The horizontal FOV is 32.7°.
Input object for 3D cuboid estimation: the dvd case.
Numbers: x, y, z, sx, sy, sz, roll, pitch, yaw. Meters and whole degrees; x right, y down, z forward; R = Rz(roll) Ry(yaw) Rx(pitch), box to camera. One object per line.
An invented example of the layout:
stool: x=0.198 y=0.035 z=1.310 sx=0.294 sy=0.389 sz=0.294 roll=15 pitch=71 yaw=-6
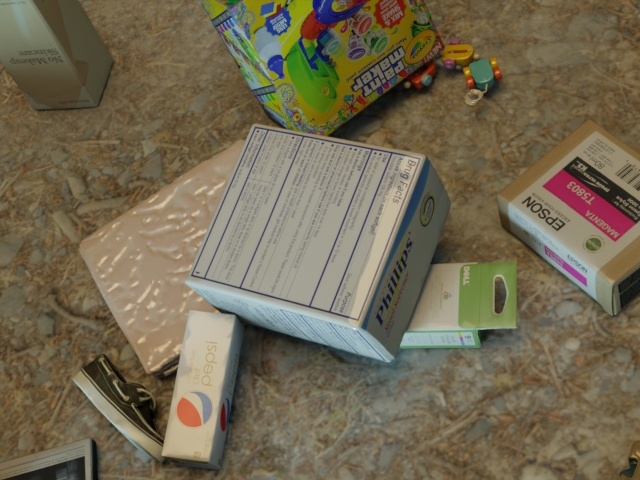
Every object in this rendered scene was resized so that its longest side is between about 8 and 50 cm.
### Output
dvd case: x=-0.401 y=0.415 z=1.560 sx=0.179 sy=0.030 sz=0.239 roll=-17 pitch=53 yaw=7

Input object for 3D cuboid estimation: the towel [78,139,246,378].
towel: x=-0.193 y=0.023 z=1.745 sx=0.331 sy=0.053 sz=0.317 roll=-33 pitch=54 yaw=-5

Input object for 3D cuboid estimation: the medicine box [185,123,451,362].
medicine box: x=0.000 y=0.000 z=1.549 sx=0.289 sy=0.149 sz=0.264 roll=13 pitch=71 yaw=27

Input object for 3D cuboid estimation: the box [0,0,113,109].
box: x=-0.508 y=-0.381 z=1.960 sx=0.147 sy=0.311 sz=0.121 roll=-2 pitch=56 yaw=18

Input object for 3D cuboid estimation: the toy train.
toy train: x=0.223 y=-0.270 z=1.817 sx=0.166 sy=0.046 sz=0.125 roll=30 pitch=71 yaw=35

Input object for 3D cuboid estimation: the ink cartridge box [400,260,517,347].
ink cartridge box: x=0.181 y=0.094 z=1.568 sx=0.209 sy=0.062 sz=0.109 roll=-3 pitch=58 yaw=17

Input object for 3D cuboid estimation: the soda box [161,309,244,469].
soda box: x=-0.166 y=0.214 z=1.565 sx=0.073 sy=0.069 sz=0.216 roll=5 pitch=71 yaw=11

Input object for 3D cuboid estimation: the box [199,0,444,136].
box: x=0.000 y=-0.363 z=1.783 sx=0.290 sy=0.279 sz=0.177 roll=-38 pitch=35 yaw=-9

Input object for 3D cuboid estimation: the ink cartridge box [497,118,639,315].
ink cartridge box: x=0.404 y=-0.038 z=1.572 sx=0.193 sy=0.088 sz=0.234 roll=-39 pitch=55 yaw=-11

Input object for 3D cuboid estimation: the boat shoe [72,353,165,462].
boat shoe: x=-0.285 y=0.242 z=1.610 sx=0.070 sy=0.078 sz=0.219 roll=-44 pitch=54 yaw=-13

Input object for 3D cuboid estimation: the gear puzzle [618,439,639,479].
gear puzzle: x=0.513 y=0.363 z=1.297 sx=0.338 sy=0.044 sz=0.176 roll=17 pitch=62 yaw=24
